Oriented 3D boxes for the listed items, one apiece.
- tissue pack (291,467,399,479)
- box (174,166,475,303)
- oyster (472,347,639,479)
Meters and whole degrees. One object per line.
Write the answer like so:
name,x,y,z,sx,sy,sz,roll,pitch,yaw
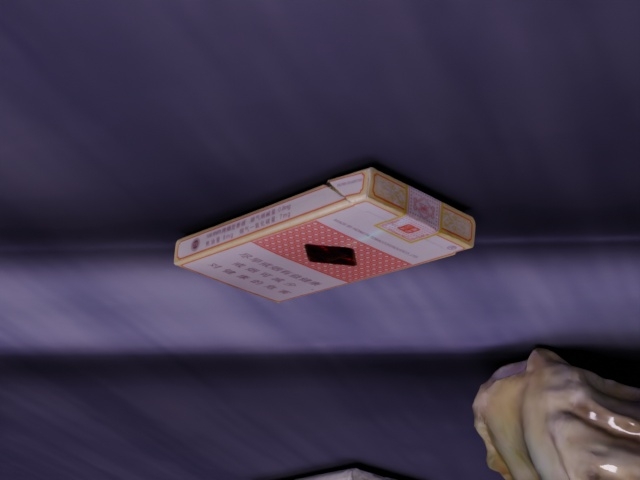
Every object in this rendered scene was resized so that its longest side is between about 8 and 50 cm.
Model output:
tissue pack,0.009,0.147,0.724,0.062,0.042,0.083,20,152,-40
box,0.000,0.000,0.413,0.046,0.012,0.083,24,150,-39
oyster,0.225,0.117,0.519,0.351,0.114,0.238,15,-179,-1
